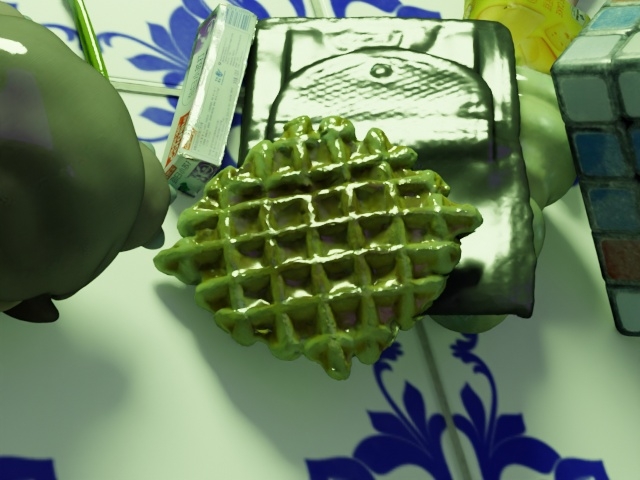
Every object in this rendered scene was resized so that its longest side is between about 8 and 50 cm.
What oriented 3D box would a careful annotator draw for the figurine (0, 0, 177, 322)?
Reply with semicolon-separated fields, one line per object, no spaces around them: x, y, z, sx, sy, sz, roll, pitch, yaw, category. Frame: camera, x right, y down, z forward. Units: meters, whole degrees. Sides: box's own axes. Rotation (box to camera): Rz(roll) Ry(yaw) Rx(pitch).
-0.264;-0.022;1.174;0.248;0.203;0.380;44;45;0;figurine

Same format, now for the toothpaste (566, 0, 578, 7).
0.253;-0.270;1.837;0.067;0.043;0.194;39;50;-4;toothpaste

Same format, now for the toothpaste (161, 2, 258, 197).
-0.094;-0.124;1.480;0.040;0.047;0.196;27;45;-17;toothpaste

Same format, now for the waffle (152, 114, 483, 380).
0.000;0.000;1.363;0.208;0.054;0.214;31;67;22;waffle

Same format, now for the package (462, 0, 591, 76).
0.193;-0.184;1.687;0.168;0.090;0.226;32;42;-11;package

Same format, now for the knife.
-0.204;-0.198;1.485;0.026;0.022;0.184;-14;61;-10;knife

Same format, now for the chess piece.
0.150;-0.024;1.512;0.133;0.133;0.243;30;51;-10;chess piece

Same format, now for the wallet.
0.053;-0.070;1.459;0.247;0.041;0.323;-1;55;5;wallet

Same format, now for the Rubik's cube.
0.409;-0.100;1.544;0.292;0.287;0.293;-45;126;-46;Rubik's cube
